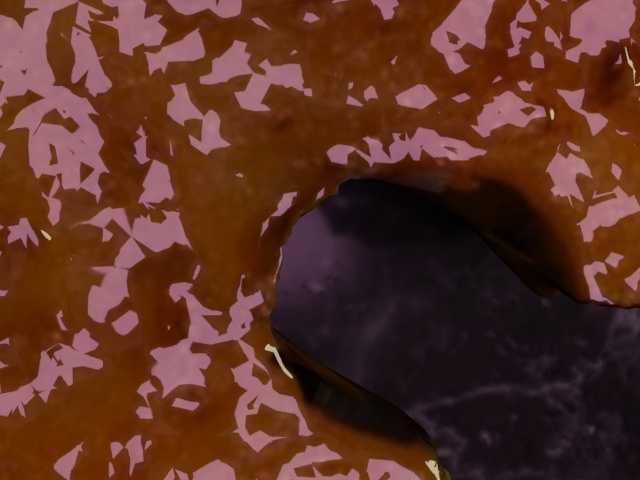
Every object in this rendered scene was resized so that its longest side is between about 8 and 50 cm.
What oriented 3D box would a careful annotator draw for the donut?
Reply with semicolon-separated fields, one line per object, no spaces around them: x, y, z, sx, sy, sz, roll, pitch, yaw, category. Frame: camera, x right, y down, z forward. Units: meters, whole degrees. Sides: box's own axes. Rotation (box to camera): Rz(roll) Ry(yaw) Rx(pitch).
0.000;0.000;0.544;0.377;0.163;0.435;39;84;-18;donut
